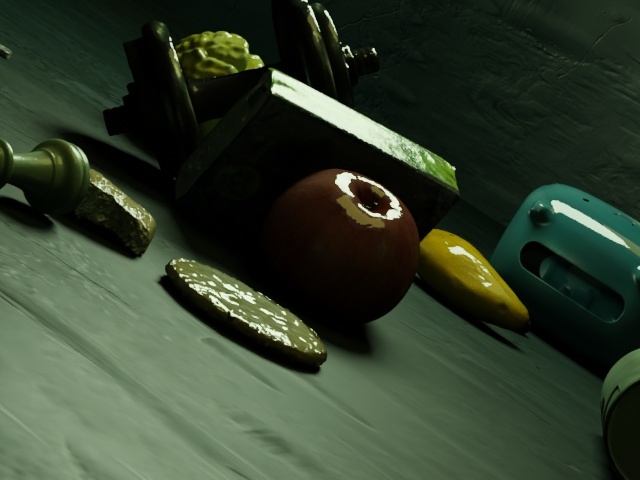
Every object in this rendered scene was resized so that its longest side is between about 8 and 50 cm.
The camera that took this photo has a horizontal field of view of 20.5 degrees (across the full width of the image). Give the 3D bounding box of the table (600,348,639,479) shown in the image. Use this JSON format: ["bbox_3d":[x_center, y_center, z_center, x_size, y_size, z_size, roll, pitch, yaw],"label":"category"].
[{"bbox_3d":[0.345,0.179,1.781,0.126,0.126,0.220,32,8,5],"label":"table"}]

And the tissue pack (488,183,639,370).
[{"bbox_3d":[0.372,0.054,2.408,0.287,0.198,0.206,37,10,25],"label":"tissue pack"}]

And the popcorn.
[{"bbox_3d":[-0.121,-0.152,2.030,0.142,0.173,0.173,9,22,-49],"label":"popcorn"}]

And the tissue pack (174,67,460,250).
[{"bbox_3d":[-0.005,-0.053,1.744,0.235,0.173,0.073,28,34,-27],"label":"tissue pack"}]

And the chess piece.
[{"bbox_3d":[-0.241,-0.054,1.313,0.059,0.059,0.149,36,16,34],"label":"chess piece"}]

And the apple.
[{"bbox_3d":[0.020,0.003,1.644,0.153,0.120,0.153,31,22,-14],"label":"apple"}]

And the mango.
[{"bbox_3d":[0.176,0.047,2.184,0.098,0.075,0.190,12,26,-51],"label":"mango"}]

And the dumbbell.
[{"bbox_3d":[-0.080,-0.153,1.827,0.290,0.192,0.192,-15,16,-5],"label":"dumbbell"}]

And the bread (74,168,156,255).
[{"bbox_3d":[-0.170,-0.024,1.439,0.083,0.035,0.070,37,7,-9],"label":"bread"}]

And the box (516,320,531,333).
[{"bbox_3d":[0.206,0.071,2.307,0.125,0.027,0.126,25,10,-41],"label":"box"}]

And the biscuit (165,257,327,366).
[{"bbox_3d":[-0.057,0.056,1.412,0.152,0.020,0.152,30,8,-4],"label":"biscuit"}]

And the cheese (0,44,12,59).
[{"bbox_3d":[-0.416,-0.245,1.890,0.192,0.037,0.097,31,9,-9],"label":"cheese"}]
